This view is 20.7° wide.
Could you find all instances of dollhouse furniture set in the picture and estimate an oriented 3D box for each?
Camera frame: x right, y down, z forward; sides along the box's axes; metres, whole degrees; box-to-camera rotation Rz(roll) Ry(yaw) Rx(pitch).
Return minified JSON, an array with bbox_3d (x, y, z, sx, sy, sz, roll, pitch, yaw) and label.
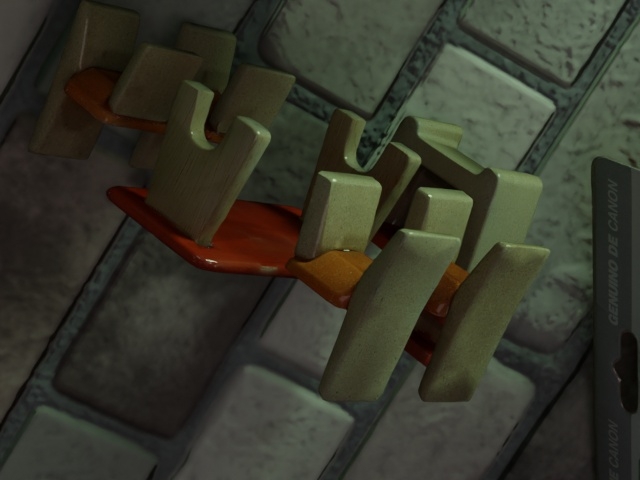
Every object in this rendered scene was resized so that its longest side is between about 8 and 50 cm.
[{"bbox_3d":[0.000,0.000,0.950,0.259,0.262,0.135,6,115,-49],"label":"dollhouse furniture set"}]

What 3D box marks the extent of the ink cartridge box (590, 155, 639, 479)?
[{"bbox_3d":[0.308,0.092,1.068,0.130,0.272,0.309,-29,128,-35],"label":"ink cartridge box"}]
